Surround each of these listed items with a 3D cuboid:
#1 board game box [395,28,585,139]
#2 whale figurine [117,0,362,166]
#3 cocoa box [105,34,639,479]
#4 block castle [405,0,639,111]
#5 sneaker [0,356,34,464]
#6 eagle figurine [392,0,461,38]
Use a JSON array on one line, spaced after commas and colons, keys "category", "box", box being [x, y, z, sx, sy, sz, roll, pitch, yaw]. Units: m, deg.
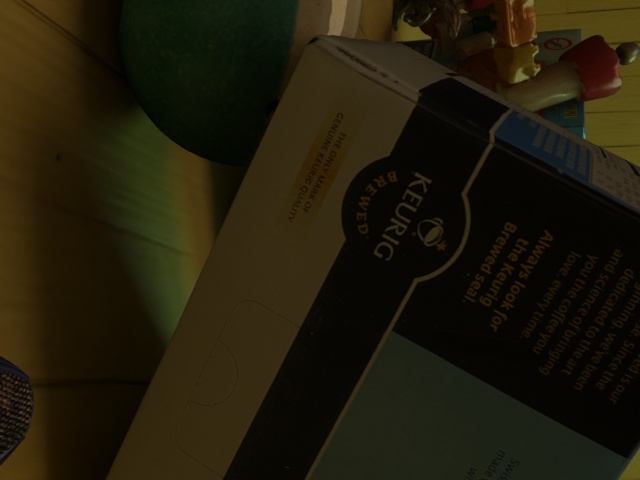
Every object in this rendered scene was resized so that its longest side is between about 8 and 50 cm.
[{"category": "board game box", "box": [0.243, -0.208, 1.357, 0.308, 0.302, 0.086, -70, 155, -50]}, {"category": "whale figurine", "box": [-0.067, -0.173, 0.613, 0.272, 0.141, 0.216, -103, -153, -43]}, {"category": "cocoa box", "box": [0.047, 0.083, 0.541, 0.347, 0.228, 0.231, -63, 172, 18]}, {"category": "block castle", "box": [0.266, -0.404, 1.285, 0.453, 0.213, 0.303, -116, -172, -54]}, {"category": "sneaker", "box": [-0.163, 0.082, 0.305, 0.221, 0.087, 0.083, -15, 105, -74]}, {"category": "eagle figurine", "box": [0.065, -0.400, 1.029, 0.298, 0.225, 0.226, 43, -4, -29]}]
